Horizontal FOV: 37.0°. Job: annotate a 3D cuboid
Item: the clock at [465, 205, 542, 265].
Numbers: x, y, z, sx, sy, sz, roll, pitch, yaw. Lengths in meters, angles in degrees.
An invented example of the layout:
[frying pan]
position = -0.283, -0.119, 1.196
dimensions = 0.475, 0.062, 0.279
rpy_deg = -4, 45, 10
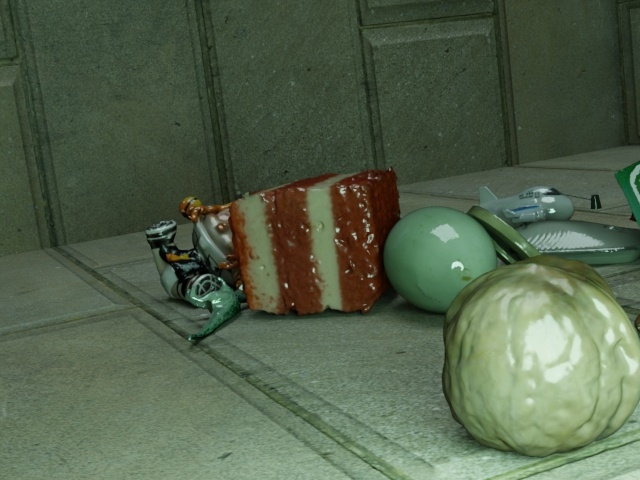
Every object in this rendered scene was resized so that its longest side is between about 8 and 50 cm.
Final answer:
[clock]
position = 0.376, 0.016, 1.857
dimensions = 0.029, 0.235, 0.235
rpy_deg = -48, 15, -3

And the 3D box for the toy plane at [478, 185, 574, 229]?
[toy plane]
position = 0.557, -0.087, 2.602
dimensions = 0.266, 0.123, 0.267
rpy_deg = -5, 11, 1

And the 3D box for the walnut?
[walnut]
position = 0.260, 0.134, 1.146
dimensions = 0.248, 0.248, 0.248
rpy_deg = -7, 9, 1

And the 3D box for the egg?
[egg]
position = 0.226, 0.036, 1.827
dimensions = 0.202, 0.203, 0.282
rpy_deg = -9, 15, -13

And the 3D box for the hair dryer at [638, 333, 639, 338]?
[hair dryer]
position = 0.560, 0.102, 1.369
dimensions = 0.302, 0.116, 0.244
rpy_deg = -17, 22, 21

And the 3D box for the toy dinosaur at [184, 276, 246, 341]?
[toy dinosaur]
position = -0.242, 0.135, 1.968
dimensions = 0.129, 0.076, 0.383
rpy_deg = 20, 24, 14

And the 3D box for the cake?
[cake]
position = 0.000, 0.000, 2.017
dimensions = 0.319, 0.270, 0.269
rpy_deg = -4, 9, 19

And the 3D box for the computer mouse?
[computer mouse]
position = 0.572, -0.001, 2.156
dimensions = 0.330, 0.095, 0.197
rpy_deg = -3, 14, 27

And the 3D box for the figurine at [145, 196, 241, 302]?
[figurine]
position = -0.230, 0.024, 2.290
dimensions = 0.323, 0.196, 0.320
rpy_deg = -21, 57, -27

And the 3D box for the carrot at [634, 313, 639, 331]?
[carrot]
position = 0.539, 0.129, 1.568
dimensions = 0.032, 0.032, 0.093
rpy_deg = -1, 8, 34

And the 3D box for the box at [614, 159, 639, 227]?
[box]
position = 0.787, -0.068, 1.967
dimensions = 0.264, 0.106, 0.337
rpy_deg = -25, 36, 18

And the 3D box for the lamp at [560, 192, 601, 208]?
[lamp]
position = 0.768, -0.119, 2.829
dimensions = 0.121, 0.054, 0.041
rpy_deg = -4, 10, 18

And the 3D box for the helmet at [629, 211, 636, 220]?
[helmet]
position = 0.875, -0.086, 2.537
dimensions = 0.089, 0.057, 0.111
rpy_deg = -10, 9, -31
